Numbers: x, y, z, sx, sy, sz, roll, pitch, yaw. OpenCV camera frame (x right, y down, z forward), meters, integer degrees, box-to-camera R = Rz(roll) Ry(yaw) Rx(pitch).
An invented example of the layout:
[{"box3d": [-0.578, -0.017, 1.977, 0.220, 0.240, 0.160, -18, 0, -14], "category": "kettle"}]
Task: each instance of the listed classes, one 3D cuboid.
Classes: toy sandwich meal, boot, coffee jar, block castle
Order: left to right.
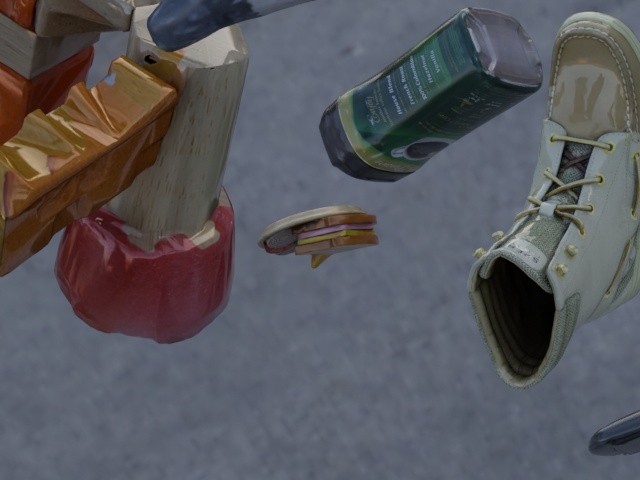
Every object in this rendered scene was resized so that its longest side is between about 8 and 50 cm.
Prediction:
[{"box3d": [-0.279, -0.063, 0.855, 0.453, 0.212, 0.303, 33, 44, 18], "category": "block castle"}, {"box3d": [0.000, 0.000, 1.242, 0.086, 0.085, 0.029, -18, 78, 19], "category": "toy sandwich meal"}, {"box3d": [0.089, -0.117, 1.571, 0.184, 0.096, 0.079, -33, 66, 36], "category": "coffee jar"}, {"box3d": [0.155, -0.026, 1.213, 0.077, 0.213, 0.165, 10, 27, 29], "category": "boot"}]

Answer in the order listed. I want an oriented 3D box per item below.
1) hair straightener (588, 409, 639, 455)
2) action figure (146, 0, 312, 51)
[{"box3d": [0.207, 0.032, 0.749, 0.230, 0.047, 0.089, -32, 69, 15], "category": "hair straightener"}, {"box3d": [0.131, -0.115, 0.516, 0.330, 0.341, 0.178, 0, 62, 20], "category": "action figure"}]
